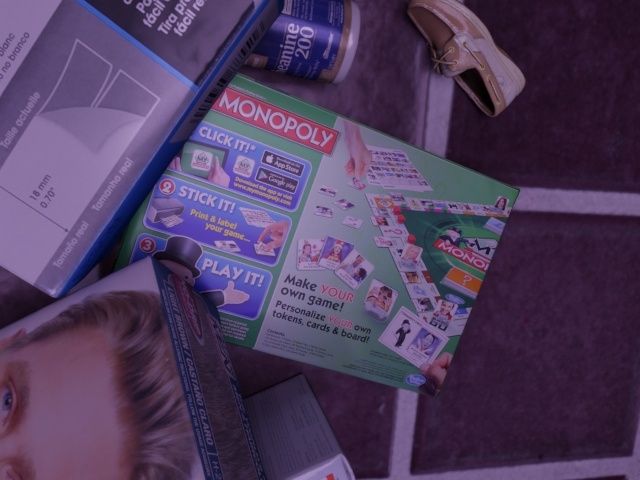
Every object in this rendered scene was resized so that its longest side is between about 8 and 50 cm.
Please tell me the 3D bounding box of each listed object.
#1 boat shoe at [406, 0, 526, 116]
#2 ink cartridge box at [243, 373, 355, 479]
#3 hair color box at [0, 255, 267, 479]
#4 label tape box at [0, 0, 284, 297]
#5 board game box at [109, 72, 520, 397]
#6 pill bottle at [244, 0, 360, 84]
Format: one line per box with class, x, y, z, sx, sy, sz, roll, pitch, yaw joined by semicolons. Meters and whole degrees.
boat shoe;0.124;-0.162;0.483;0.135;0.050;0.045;36;85;-18
ink cartridge box;-0.073;0.190;0.451;0.179;0.145;0.045;-24;105;-8
hair color box;-0.219;0.169;0.356;0.347;0.174;0.105;-26;150;3
label tape box;-0.224;-0.160;0.331;0.333;0.106;0.241;36;98;-11
board game box;0.000;0.000;0.485;0.317;0.046;0.214;19;95;-17
pill bottle;-0.034;-0.167;0.432;0.120;0.067;0.067;8;99;-15
